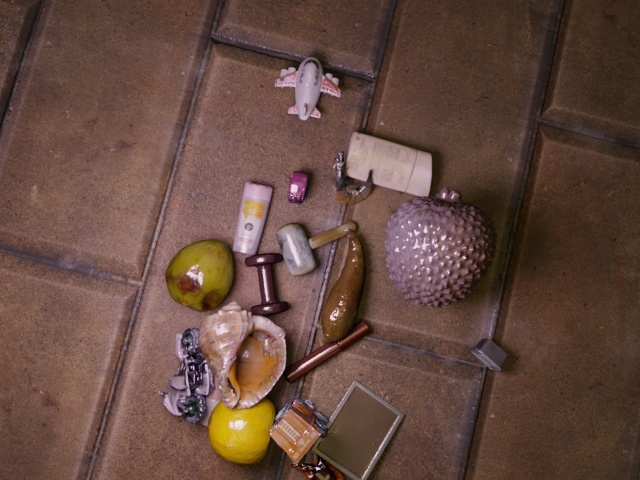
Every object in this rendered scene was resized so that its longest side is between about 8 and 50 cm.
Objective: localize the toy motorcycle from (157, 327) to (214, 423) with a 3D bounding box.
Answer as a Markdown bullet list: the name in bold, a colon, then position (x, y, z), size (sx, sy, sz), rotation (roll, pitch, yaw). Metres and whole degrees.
- **toy motorcycle**: position (-0.484, 0.483, 1.692), size (0.188, 0.143, 0.326), rotation (-21, 67, 33)

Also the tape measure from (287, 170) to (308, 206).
- **tape measure**: position (-0.087, -0.196, 1.778), size (0.075, 0.118, 0.125), rotation (11, 81, -3)

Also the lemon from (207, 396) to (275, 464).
- **lemon**: position (-0.279, 0.640, 1.638), size (0.220, 0.240, 0.240), rotation (16, 85, -9)

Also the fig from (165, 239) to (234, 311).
- **fig**: position (-0.416, 0.114, 1.696), size (0.240, 0.239, 0.271), rotation (32, 56, 0)

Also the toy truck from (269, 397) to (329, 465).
- **toy truck**: position (-0.075, 0.634, 1.622), size (0.162, 0.305, 0.136), rotation (40, 84, 8)

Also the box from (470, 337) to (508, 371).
- **box**: position (0.635, 0.424, 1.777), size (0.122, 0.084, 0.069), rotation (41, 75, 1)

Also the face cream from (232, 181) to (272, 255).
- **face cream**: position (-0.259, -0.082, 1.784), size (0.108, 0.073, 0.268), rotation (13, 84, -9)

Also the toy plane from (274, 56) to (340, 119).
- **toy plane**: position (-0.047, -0.579, 1.810), size (0.253, 0.118, 0.251), rotation (0, 83, -4)

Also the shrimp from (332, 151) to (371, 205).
- **shrimp**: position (0.117, -0.233, 1.780), size (0.151, 0.051, 0.217), rotation (-5, 119, 5)

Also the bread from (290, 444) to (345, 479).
- **bread**: position (0.013, 0.876, 1.715), size (0.140, 0.095, 0.268), rotation (-31, 72, -17)

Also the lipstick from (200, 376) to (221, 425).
- **lipstick**: position (-0.374, 0.540, 1.730), size (0.070, 0.070, 0.254), rotation (14, 85, -1)

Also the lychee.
- **lychee**: position (0.414, 0.025, 1.666), size (0.381, 0.380, 0.431), rotation (10, 104, -2)

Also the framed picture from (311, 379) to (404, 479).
- **framed picture**: position (0.139, 0.702, 1.745), size (0.232, 0.019, 0.296), rotation (36, 76, 0)

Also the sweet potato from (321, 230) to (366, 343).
- **sweet potato**: position (0.098, 0.181, 1.751), size (0.131, 0.130, 0.421), rotation (17, 82, -1)

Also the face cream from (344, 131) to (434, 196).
- **face cream**: position (0.268, -0.289, 1.814), size (0.349, 0.081, 0.173), rotation (15, 93, -1)

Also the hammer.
- **hammer**: position (0.000, 0.000, 1.782), size (0.306, 0.113, 0.201), rotation (-20, 90, -12)

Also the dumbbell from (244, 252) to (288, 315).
- **dumbbell**: position (-0.196, 0.159, 1.733), size (0.124, 0.140, 0.225), rotation (-10, 84, 26)

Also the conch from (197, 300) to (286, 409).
- **conch**: position (-0.273, 0.386, 1.640), size (0.298, 0.210, 0.351), rotation (2, 86, -15)

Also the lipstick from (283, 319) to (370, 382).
- **lipstick**: position (0.023, 0.413, 1.763), size (0.357, 0.057, 0.057), rotation (-32, 87, -3)
